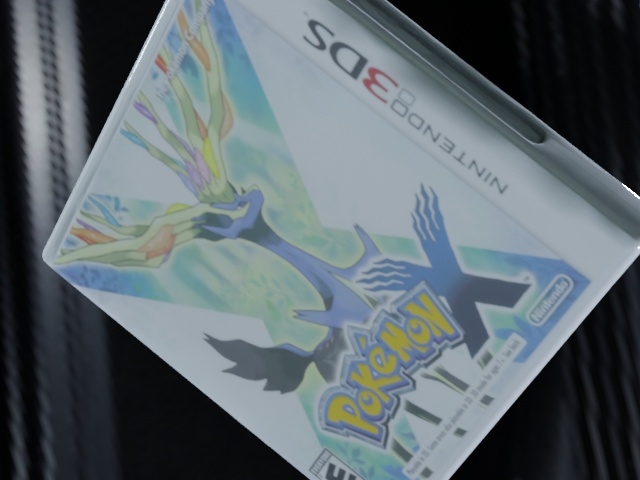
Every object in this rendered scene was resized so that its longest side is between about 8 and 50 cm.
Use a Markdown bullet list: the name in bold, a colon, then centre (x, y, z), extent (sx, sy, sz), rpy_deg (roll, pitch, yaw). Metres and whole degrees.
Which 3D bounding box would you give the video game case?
- **video game case**: centre (0.000, 0.000, 1.164), extent (0.300, 0.329, 0.036), rpy_deg (39, -135, 6)
